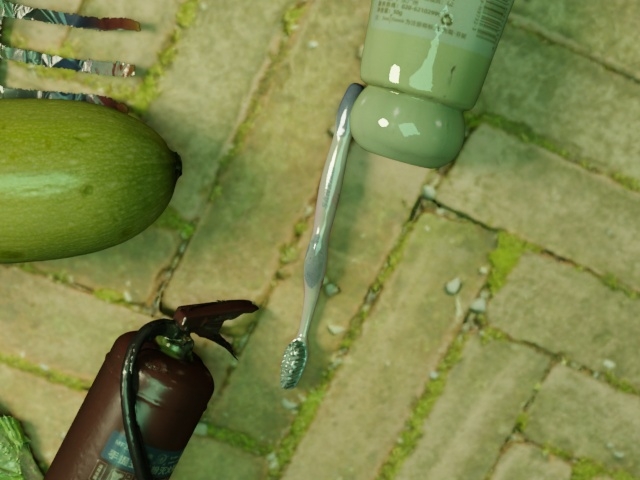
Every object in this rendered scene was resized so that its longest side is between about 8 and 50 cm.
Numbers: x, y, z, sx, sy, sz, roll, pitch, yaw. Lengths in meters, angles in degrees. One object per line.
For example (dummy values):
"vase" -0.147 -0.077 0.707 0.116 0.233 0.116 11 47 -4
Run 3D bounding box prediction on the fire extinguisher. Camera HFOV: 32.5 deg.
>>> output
"fire extinguisher" -0.163 0.193 0.926 0.105 0.141 0.341 34 99 35

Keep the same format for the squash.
"squash" -0.233 -0.048 0.855 0.247 0.132 0.133 -2 102 0

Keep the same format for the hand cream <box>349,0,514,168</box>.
"hand cream" 0.099 -0.210 0.848 0.147 0.093 0.306 15 100 1

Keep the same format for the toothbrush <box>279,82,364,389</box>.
"toothbrush" 0.000 0.000 0.924 0.021 0.027 0.269 14 100 9

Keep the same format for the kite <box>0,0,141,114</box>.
"kite" -0.270 -0.155 0.890 0.245 0.015 0.141 8 103 1

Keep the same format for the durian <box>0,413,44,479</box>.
"durian" -0.314 0.172 0.942 0.100 0.086 0.215 -38 106 -27
